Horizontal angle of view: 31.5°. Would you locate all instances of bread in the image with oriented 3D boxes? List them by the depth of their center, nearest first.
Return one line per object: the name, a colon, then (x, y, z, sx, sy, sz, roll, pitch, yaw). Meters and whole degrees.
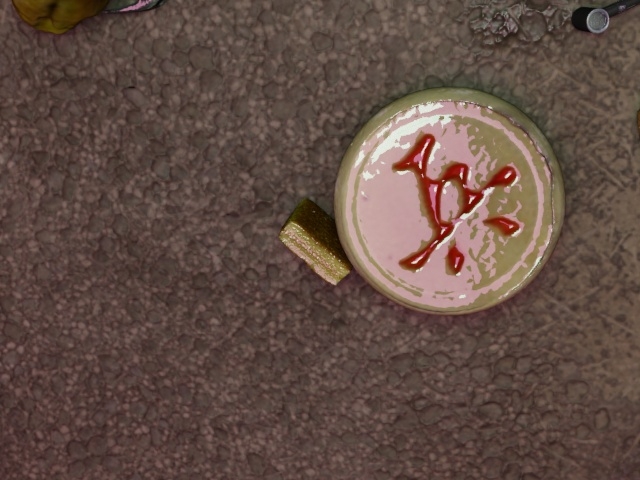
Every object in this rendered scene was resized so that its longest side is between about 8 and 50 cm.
bread: (0.000, 0.000, 1.289, 0.090, 0.094, 0.035, 41, 111, -5)

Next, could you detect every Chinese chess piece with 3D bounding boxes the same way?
Chinese chess piece: (0.138, -0.042, 1.232, 0.249, 0.103, 0.250, 1, 100, 4)

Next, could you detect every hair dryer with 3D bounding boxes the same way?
hair dryer: (0.307, -0.244, 1.184, 0.083, 0.047, 0.026, -27, 108, -1)

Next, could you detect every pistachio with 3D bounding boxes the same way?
pistachio: (-0.272, -0.305, 1.213, 0.100, 0.110, 0.189, 46, 112, 30)

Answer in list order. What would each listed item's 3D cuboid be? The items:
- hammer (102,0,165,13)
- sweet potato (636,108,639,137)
hammer: (-0.284, -0.362, 1.272, 0.287, 0.033, 0.111, 40, 109, -1)
sweet potato: (0.372, -0.089, 1.207, 0.068, 0.060, 0.206, 6, 114, 49)
